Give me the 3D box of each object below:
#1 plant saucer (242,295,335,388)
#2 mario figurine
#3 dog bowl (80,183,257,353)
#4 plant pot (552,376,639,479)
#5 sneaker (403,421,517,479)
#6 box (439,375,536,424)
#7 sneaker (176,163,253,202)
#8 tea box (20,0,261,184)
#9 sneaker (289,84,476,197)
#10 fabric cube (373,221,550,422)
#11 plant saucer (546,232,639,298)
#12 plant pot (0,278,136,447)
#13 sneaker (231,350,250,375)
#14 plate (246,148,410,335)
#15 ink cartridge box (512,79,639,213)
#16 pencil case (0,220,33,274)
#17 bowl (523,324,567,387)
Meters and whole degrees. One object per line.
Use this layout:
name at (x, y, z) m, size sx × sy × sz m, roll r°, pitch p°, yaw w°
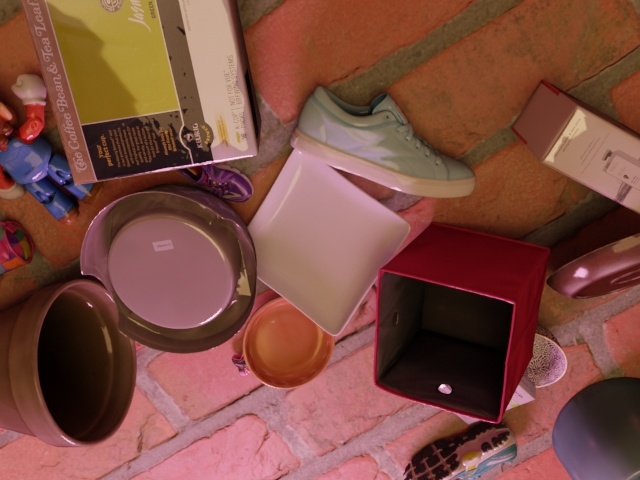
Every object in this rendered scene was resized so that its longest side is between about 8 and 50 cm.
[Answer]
plant saucer at (-0.069, 0.210, 1.649) m, size 0.199 × 0.037 × 0.200 m, roll -2°, pitch 98°, yaw -17°
mario figurine at (-0.551, -0.185, 1.458) m, size 0.320 × 0.170 × 0.198 m, roll 45°, pitch 69°, yaw -30°
dog bowl at (-0.283, 0.048, 1.534) m, size 0.348 × 0.102 × 0.349 m, roll 3°, pitch 116°, yaw 7°
plant pot at (0.689, 0.488, 1.730) m, size 0.293 × 0.235 × 0.293 m, roll -1°, pitch 114°, yaw -2°
sneaker at (0.324, 0.516, 1.802) m, size 0.275 × 0.107 × 0.110 m, roll -24°, pitch 122°, yaw 8°
box at (0.348, 0.320, 1.708) m, size 0.145 × 0.038 × 0.186 m, roll 42°, pitch 130°, yaw -19°
sneaker at (-0.210, -0.115, 1.509) m, size 0.169 × 0.071 × 0.068 m, roll 25°, pitch 111°, yaw -14°
tea box at (-0.287, -0.302, 1.340) m, size 0.323 × 0.220 × 0.329 m, roll -8°, pitch 114°, yaw 0°
sneaker at (0.135, -0.187, 1.459) m, size 0.365 × 0.135 × 0.150 m, roll 15°, pitch 114°, yaw -11°
fabric cube at (0.268, 0.145, 1.498) m, size 0.254 × 0.258 × 0.259 m, roll 13°, pitch 116°, yaw 24°
plant saucer at (0.594, 0.049, 1.516) m, size 0.310 × 0.310 × 0.050 m, roll -18°, pitch 73°, yaw 5°
plant pot at (-0.567, 0.249, 1.554) m, size 0.280 × 0.323 × 0.323 m, roll -8°, pitch 115°, yaw 20°
sneaker at (-0.141, 0.238, 1.688) m, size 0.119 × 0.047 × 0.057 m, roll -37°, pitch 99°, yaw 12°
plate at (0.000, 0.000, 1.536) m, size 0.278 × 0.045 × 0.277 m, roll 37°, pitch 109°, yaw 12°
ink cartridge box at (0.520, -0.162, 1.447) m, size 0.283 × 0.207 × 0.117 m, roll 25°, pitch 110°, yaw -13°
pencil case at (-0.687, 0.041, 1.543) m, size 0.236 × 0.104 × 0.104 m, roll -21°, pitch 113°, yaw 5°
bowl at (0.439, 0.228, 1.675) m, size 0.170 × 0.080 × 0.170 m, roll 10°, pitch 131°, yaw 12°
